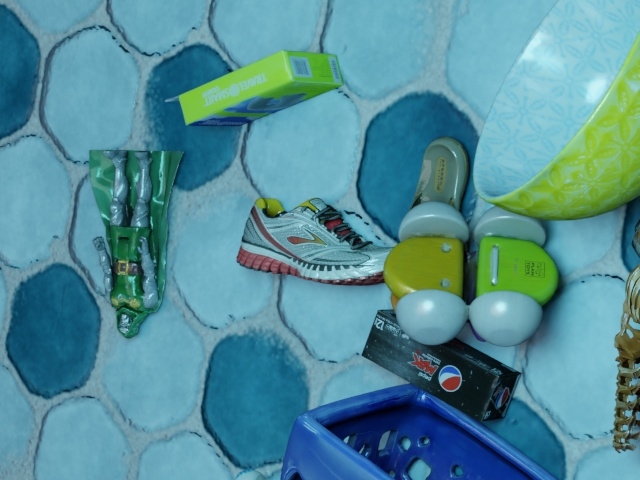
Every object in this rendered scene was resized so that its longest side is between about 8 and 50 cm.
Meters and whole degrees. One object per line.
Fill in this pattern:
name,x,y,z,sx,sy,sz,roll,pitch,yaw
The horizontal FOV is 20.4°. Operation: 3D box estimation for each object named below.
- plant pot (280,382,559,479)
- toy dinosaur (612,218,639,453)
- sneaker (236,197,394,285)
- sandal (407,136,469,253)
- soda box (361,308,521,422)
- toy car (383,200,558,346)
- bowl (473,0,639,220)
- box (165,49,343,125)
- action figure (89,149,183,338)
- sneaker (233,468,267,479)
plant pot,0.089,0.308,1.868,0.236,0.236,0.212,34,115,28
toy dinosaur,0.379,0.060,1.744,0.218,0.164,0.322,38,130,43
sneaker,0.000,0.000,2.005,0.225,0.088,0.093,11,95,33
sandal,0.124,-0.023,1.942,0.072,0.049,0.180,8,99,34
soda box,0.131,0.135,1.938,0.169,0.053,0.060,28,106,31
toy car,0.159,0.051,1.871,0.182,0.136,0.159,1,54,7
bowl,0.294,-0.126,1.744,0.156,0.289,0.289,30,113,-15
box,-0.077,-0.171,2.042,0.178,0.109,0.042,-19,82,33
action figure,-0.233,0.005,2.182,0.137,0.063,0.232,2,95,31
sneaker,-0.040,0.369,2.045,0.092,0.087,0.229,-20,86,25
